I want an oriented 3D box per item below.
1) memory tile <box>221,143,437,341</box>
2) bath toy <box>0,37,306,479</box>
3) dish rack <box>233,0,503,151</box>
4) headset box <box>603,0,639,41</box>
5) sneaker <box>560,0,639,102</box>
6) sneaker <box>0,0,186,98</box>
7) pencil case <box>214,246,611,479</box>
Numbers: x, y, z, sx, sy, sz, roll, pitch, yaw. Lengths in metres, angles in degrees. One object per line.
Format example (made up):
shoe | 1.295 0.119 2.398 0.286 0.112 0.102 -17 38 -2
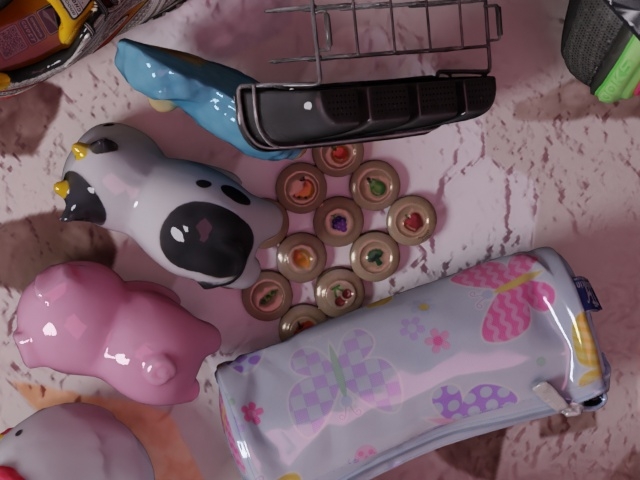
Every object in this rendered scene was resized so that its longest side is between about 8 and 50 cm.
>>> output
memory tile | 0.000 0.000 1.370 0.113 0.012 0.148 44 94 -13
bath toy | -0.141 0.043 1.300 0.129 0.151 0.348 8 107 -54
dish rack | 0.033 -0.199 1.257 0.208 0.074 0.271 -10 97 -49
headset box | 0.206 -0.288 1.103 0.283 0.131 0.246 49 118 3
sneaker | 0.193 -0.333 1.271 0.202 0.185 0.483 6 107 22
sneaker | -0.149 -0.163 1.276 0.225 0.093 0.088 -38 102 0
pencil case | 0.063 0.101 1.343 0.273 0.113 0.124 -19 73 -4
